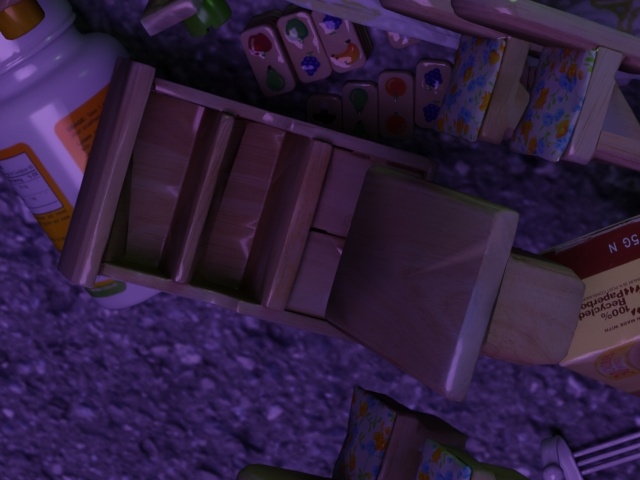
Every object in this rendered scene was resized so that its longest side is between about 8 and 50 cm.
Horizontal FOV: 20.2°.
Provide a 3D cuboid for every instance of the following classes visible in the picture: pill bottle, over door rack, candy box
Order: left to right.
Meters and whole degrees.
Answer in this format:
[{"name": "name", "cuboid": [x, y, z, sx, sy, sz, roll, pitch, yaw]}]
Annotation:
[{"name": "pill bottle", "cuboid": [-0.187, -0.079, 1.435, 0.136, 0.136, 0.246, -25, 110, 22]}, {"name": "candy box", "cuboid": [0.295, 0.047, 1.315, 0.183, 0.316, 0.087, -21, 71, 21]}, {"name": "over door rack", "cuboid": [0.357, 0.278, 1.530, 0.239, 0.108, 0.324, -20, 112, 22]}]

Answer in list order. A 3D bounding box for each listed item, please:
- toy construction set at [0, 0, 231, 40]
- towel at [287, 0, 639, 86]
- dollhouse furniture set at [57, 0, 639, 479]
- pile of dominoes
[{"name": "toy construction set", "cuboid": [-0.193, -0.227, 1.286, 0.257, 0.309, 0.237, -42, 115, -2]}, {"name": "towel", "cuboid": [0.126, -0.260, 1.199, 0.320, 0.090, 0.374, 15, 146, 0]}, {"name": "dollhouse furniture set", "cuboid": [0.000, 0.000, 1.228, 0.256, 0.394, 0.362, 15, 94, -21]}, {"name": "pile of dominoes", "cuboid": [0.067, -0.167, 1.392, 0.251, 0.040, 0.196, -15, 113, 19]}]
